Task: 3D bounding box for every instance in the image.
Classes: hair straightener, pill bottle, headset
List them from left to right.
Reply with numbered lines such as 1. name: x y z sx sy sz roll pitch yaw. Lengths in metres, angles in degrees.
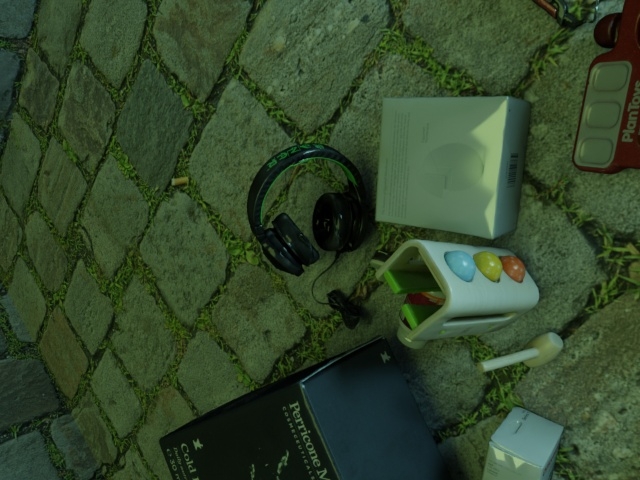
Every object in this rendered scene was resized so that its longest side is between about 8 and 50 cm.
1. headset: 0.000 0.000 1.054 0.185 0.243 0.395 49 159 51
2. pill bottle: 0.204 0.136 1.000 0.086 0.086 0.152 35 126 28
3. hair straightener: 0.357 -0.427 0.812 0.230 0.047 0.089 52 125 19

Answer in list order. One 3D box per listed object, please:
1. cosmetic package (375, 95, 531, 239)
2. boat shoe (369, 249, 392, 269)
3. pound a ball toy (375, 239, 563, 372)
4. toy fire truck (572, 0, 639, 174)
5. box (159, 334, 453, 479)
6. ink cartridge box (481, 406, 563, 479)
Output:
1. cosmetic package: 0.229 -0.135 0.904 0.224 0.138 0.224 11 105 35
2. boat shoe: 0.164 0.052 1.051 0.125 0.046 0.038 16 70 28
3. pound a ball toy: 0.271 0.102 0.829 0.136 0.319 0.208 -49 53 33
4. toy fire truck: 0.482 -0.234 0.690 0.253 0.169 0.303 20 110 54
5. box: -0.010 0.515 1.018 0.471 0.297 0.480 -33 78 35
6. ink cartridge box: 0.345 0.433 0.898 0.092 0.160 0.220 16 108 34
